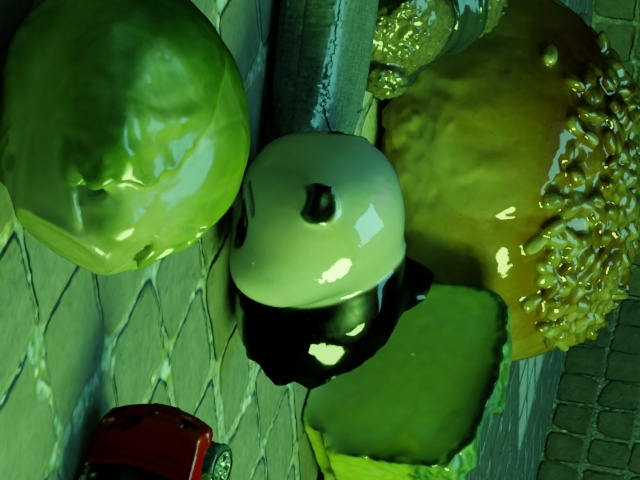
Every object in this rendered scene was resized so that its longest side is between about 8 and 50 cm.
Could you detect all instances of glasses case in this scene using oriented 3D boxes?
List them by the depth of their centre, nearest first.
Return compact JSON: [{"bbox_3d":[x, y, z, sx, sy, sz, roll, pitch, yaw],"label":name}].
[{"bbox_3d":[0.009,-0.185,1.455,0.109,0.067,0.282,-7,106,-71],"label":"glasses case"}]

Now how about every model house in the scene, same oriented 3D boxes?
[{"bbox_3d":[0.089,0.168,1.758,0.211,0.170,0.194,79,20,-55],"label":"model house"}]

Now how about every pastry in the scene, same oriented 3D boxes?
[{"bbox_3d":[0.205,-0.067,1.917,0.409,0.245,0.410,4,90,-72],"label":"pastry"}]

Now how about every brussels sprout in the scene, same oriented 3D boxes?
[{"bbox_3d":[-0.101,-0.058,0.961,0.155,0.117,0.155,-24,120,-50],"label":"brussels sprout"}]

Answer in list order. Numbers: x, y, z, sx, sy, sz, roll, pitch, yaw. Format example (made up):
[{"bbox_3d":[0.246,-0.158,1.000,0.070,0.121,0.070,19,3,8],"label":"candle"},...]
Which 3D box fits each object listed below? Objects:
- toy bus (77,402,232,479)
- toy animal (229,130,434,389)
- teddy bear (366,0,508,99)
[{"bbox_3d":[-0.112,0.197,1.135,0.089,0.081,0.195,-20,117,-64],"label":"toy bus"},{"bbox_3d":[0.000,0.000,1.388,0.166,0.138,0.179,-74,157,-48],"label":"toy animal"},{"bbox_3d":[0.098,-0.216,1.678,0.251,0.129,0.182,-61,152,-59],"label":"teddy bear"}]
